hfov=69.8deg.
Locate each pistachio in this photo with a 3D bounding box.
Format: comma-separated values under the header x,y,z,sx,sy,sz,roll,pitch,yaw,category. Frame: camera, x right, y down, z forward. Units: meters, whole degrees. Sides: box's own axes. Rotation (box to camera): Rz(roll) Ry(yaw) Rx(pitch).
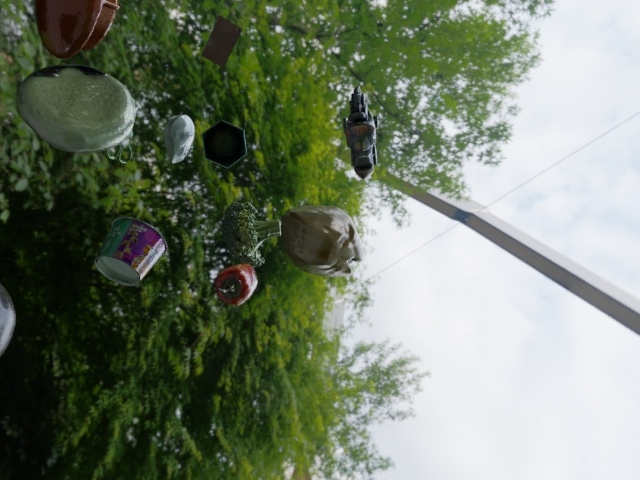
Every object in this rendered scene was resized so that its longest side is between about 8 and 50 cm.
x,y,z,sx,sy,sz,roll,pitch,yaw,category
0.000,0.000,1.827,0.281,0.365,0.445,-53,-179,-4,pistachio

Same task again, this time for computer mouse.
x,y,z,sx,sy,sz,roll,pitch,yaw,category
-0.559,-0.402,1.844,0.079,0.128,0.231,33,-31,15,computer mouse

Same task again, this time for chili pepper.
x,y,z,sx,sy,sz,roll,pitch,yaw,category
-0.192,0.100,1.025,0.084,0.192,0.086,-38,-94,7,chili pepper

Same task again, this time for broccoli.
x,y,z,sx,sy,sz,roll,pitch,yaw,category
-0.367,-0.015,2.380,0.302,0.249,0.375,-1,-66,19,broccoli

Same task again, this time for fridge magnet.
x,y,z,sx,sy,sz,roll,pitch,yaw,category
-0.704,-0.701,1.311,0.364,0.155,0.363,-1,-92,36,fridge magnet

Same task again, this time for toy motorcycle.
x,y,z,sx,sy,sz,roll,pitch,yaw,category
0.121,-0.315,1.385,0.307,0.108,0.173,67,22,-66,toy motorcycle

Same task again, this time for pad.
x,y,z,sx,sy,sz,roll,pitch,yaw,category
-0.433,-0.867,2.008,0.187,0.113,0.006,-59,-147,17,pad

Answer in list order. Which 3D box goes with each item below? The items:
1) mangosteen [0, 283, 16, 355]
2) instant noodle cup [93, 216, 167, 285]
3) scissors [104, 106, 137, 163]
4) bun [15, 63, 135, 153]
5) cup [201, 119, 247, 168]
x,y,z,sx,sy,sz,roll,pitch,yaw,category
-1.185,0.258,1.466,0.435,0.382,0.381,-166,-105,-65,mangosteen
-0.779,0.055,1.862,0.251,0.251,0.190,-40,-156,45,instant noodle cup
-0.691,-0.377,1.628,0.027,0.101,0.204,20,-92,26,scissors
-0.676,-0.344,1.292,0.187,0.293,0.293,-52,-125,53,bun
-0.325,-0.321,1.519,0.134,0.148,0.236,-63,-161,5,cup
